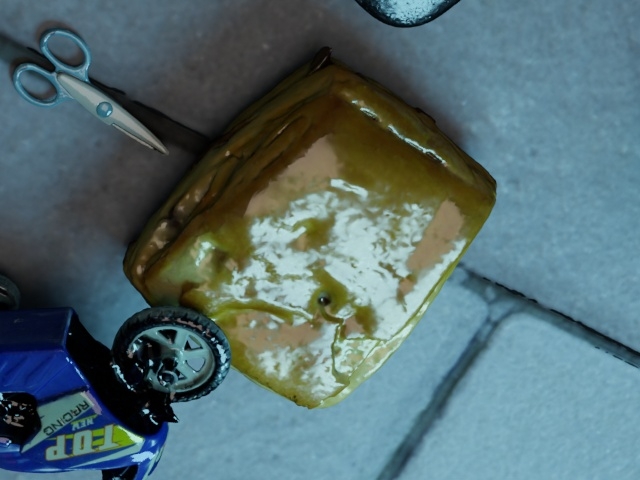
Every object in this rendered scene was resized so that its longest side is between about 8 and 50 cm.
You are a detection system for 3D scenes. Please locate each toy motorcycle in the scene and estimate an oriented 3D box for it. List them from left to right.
[{"bbox_3d":[-0.217,0.120,0.948,0.315,0.113,0.169,-3,126,1],"label":"toy motorcycle"}]

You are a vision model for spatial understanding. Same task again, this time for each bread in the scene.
[{"bbox_3d":[0.000,0.000,0.958,0.210,0.099,0.235,37,102,-26],"label":"bread"}]

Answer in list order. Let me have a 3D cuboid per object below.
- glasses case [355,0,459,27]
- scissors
[{"bbox_3d":[0.121,-0.252,0.890,0.266,0.067,0.103,-40,116,6],"label":"glasses case"},{"bbox_3d":[-0.152,-0.095,0.922,0.119,0.014,0.058,36,103,-22],"label":"scissors"}]
